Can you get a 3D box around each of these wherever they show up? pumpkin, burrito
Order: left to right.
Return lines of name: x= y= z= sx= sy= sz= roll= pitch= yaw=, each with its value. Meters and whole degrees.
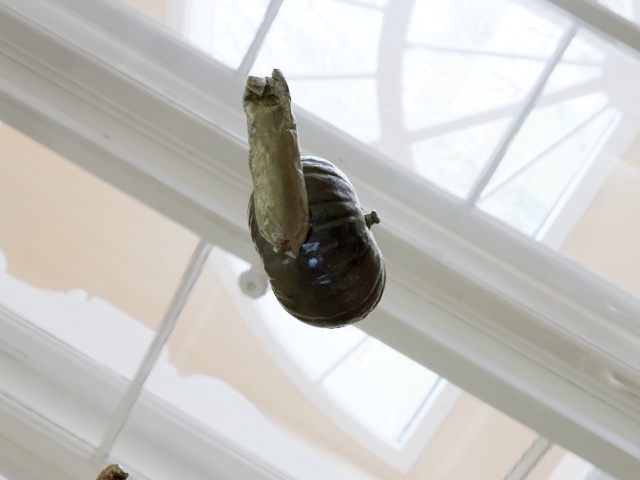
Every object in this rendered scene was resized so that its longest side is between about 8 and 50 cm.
burrito: x=-0.044 y=-0.075 z=0.813 sx=0.045 sy=0.058 sz=0.188 roll=170 pitch=92 yaw=-69
pumpkin: x=0.000 y=0.000 z=0.928 sx=0.140 sy=0.202 sz=0.202 roll=-24 pitch=-1 yaw=2

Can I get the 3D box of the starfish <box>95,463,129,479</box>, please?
starfish: x=-0.083 y=0.224 z=0.482 sx=0.043 sy=0.227 sz=0.240 roll=-49 pitch=34 yaw=14
